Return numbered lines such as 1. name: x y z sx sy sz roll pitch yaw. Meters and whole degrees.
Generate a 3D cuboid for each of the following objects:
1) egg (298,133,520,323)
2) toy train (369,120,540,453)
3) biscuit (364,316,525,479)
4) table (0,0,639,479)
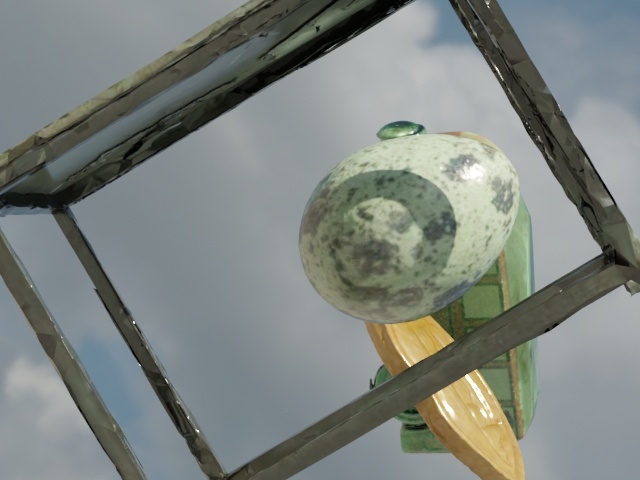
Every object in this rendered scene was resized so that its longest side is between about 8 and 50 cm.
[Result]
1. egg: 0.066 -0.012 1.296 0.132 0.172 0.132 59 6 -11
2. toy train: 0.122 0.044 1.652 0.159 0.129 0.326 -3 -70 15
3. biscuit: 0.107 0.122 1.510 0.029 0.142 0.221 -41 -107 18
4. table: 0.000 0.000 1.121 0.272 0.335 0.222 59 5 3
